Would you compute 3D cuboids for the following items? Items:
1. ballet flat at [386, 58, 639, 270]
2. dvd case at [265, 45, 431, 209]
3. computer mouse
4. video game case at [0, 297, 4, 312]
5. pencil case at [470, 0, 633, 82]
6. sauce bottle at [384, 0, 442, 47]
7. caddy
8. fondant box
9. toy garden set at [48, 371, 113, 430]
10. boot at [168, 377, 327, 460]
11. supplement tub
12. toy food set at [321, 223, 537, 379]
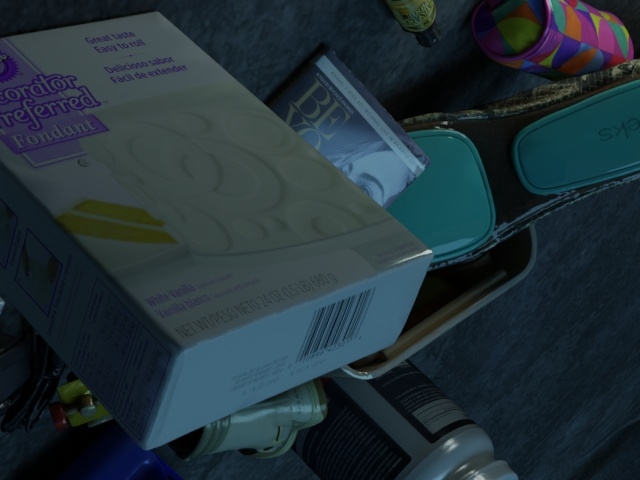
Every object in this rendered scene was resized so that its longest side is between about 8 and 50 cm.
[{"bbox_3d":[0.177,-0.078,1.512,0.483,0.164,0.182,-19,-170,-9],"label":"ballet flat"},{"bbox_3d":[-0.019,-0.054,1.353,0.221,0.018,0.164,-46,116,-3],"label":"dvd case"},{"bbox_3d":[-0.311,0.136,1.200,0.272,0.072,0.188,-13,139,-49],"label":"computer mouse"},{"bbox_3d":[-0.331,0.104,1.223,0.087,0.011,0.122,-12,137,-49],"label":"video game case"},{"bbox_3d":[0.258,-0.226,1.538,0.236,0.104,0.104,5,123,-57],"label":"pencil case"},{"bbox_3d":[0.090,-0.226,1.353,0.042,0.042,0.128,-48,153,2],"label":"sauce bottle"},{"bbox_3d":[-0.184,0.347,1.515,0.179,0.241,0.341,-47,153,-11],"label":"caddy"},{"bbox_3d":[-0.120,-0.026,0.999,0.238,0.330,0.096,-19,140,-43],"label":"fondant box"},{"bbox_3d":[-0.162,0.133,1.384,0.204,0.049,0.244,-20,173,-8],"label":"toy garden set"},{"bbox_3d":[-0.103,0.217,1.625,0.165,0.077,0.213,-9,163,-28],"label":"boot"},{"bbox_3d":[0.095,0.265,1.766,0.191,0.272,0.191,-34,151,-23],"label":"supplement tub"},{"bbox_3d":[0.074,0.058,1.581,0.306,0.092,0.220,-31,-169,-27],"label":"toy food set"}]
